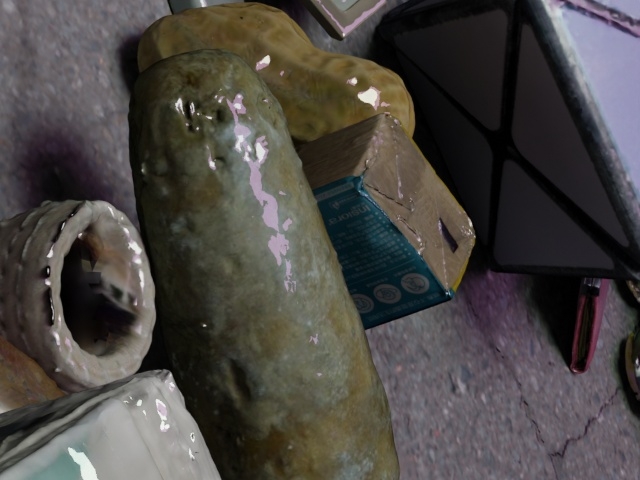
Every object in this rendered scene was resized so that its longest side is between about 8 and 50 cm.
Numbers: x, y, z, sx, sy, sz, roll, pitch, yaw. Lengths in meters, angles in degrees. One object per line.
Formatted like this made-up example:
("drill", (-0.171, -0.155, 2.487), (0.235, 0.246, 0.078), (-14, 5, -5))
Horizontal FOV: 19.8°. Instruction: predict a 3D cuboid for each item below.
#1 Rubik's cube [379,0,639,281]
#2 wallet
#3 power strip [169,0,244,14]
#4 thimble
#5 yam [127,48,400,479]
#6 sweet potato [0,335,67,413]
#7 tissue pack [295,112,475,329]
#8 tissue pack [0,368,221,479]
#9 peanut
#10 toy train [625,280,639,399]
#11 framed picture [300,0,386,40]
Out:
("Rubik's cube", (0.240, -0.128, 1.456), (0.260, 0.255, 0.259), (-32, 101, -18))
("wallet", (0.256, -0.001, 1.652), (0.119, 0.025, 0.232), (91, 14, -46))
("power strip", (-0.063, -0.123, 1.300), (0.060, 0.027, 0.253), (-20, 92, -57))
("thimble", (-0.153, 0.038, 1.043), (0.102, 0.090, 0.115), (17, 63, -50))
("yam", (-0.042, 0.042, 1.116), (0.133, 0.133, 0.330), (-42, 121, -54))
("sweet potato", (-0.203, 0.067, 0.952), (0.385, 0.109, 0.109), (54, 37, -7))
("tissue pack", (0.000, 0.000, 1.209), (0.120, 0.169, 0.082), (51, 36, -27))
("tissue pack", (-0.129, 0.267, 0.816), (0.194, 0.266, 0.356), (-34, 102, -55))
("peanut", (-0.029, -0.105, 1.233), (0.194, 0.083, 0.093), (16, 53, -6))
("toy train", (0.372, 0.077, 1.738), (0.177, 0.134, 0.261), (36, 48, -53))
("framed picture", (0.037, -0.307, 1.381), (0.213, 0.016, 0.289), (49, 61, -2))
